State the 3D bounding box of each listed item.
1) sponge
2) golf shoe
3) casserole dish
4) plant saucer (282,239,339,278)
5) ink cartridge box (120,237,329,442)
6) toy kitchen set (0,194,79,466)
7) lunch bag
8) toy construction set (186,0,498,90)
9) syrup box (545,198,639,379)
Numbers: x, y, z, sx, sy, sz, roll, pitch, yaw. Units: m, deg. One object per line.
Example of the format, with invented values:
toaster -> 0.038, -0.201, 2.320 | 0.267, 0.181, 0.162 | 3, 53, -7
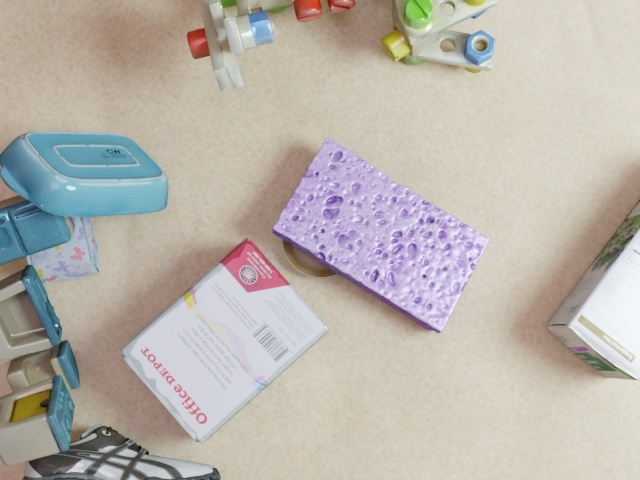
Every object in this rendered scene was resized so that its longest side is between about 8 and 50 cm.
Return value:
sponge -> 0.065, -0.004, 1.024 | 0.210, 0.031, 0.117 | 32, 79, -2
golf shoe -> -0.200, 0.226, 0.982 | 0.198, 0.077, 0.094 | 2, 56, -18
casserole dish -> -0.231, -0.072, 0.973 | 0.114, 0.188, 0.037 | 44, 118, 27
plant saucer -> 0.000, 0.000, 1.044 | 0.083, 0.015, 0.083 | 0, 83, -1
ink cartridge box -> -0.097, 0.103, 1.001 | 0.175, 0.072, 0.127 | -41, 86, -5
toy kitchen set -> -0.278, 0.078, 0.930 | 0.122, 0.166, 0.207 | -20, 111, -3
lunch bag -> -0.276, 0.001, 1.022 | 0.071, 0.053, 0.083 | -9, 109, -2
toy construction set -> 0.013, -0.255, 1.017 | 0.327, 0.151, 0.215 | -11, 81, -13
syrup box -> 0.348, 0.027, 1.005 | 0.096, 0.093, 0.237 | 37, 84, 3
